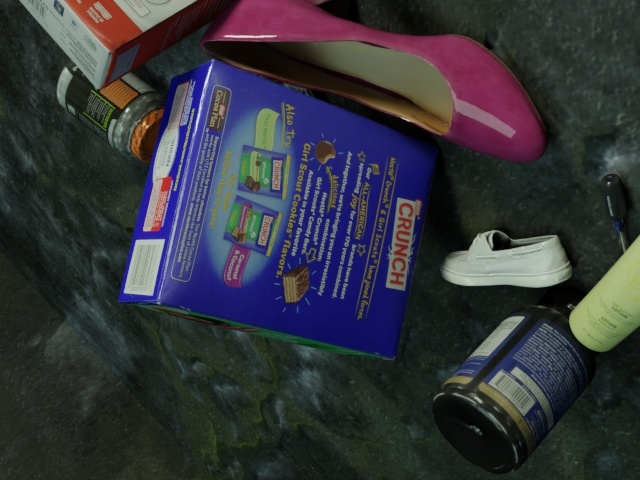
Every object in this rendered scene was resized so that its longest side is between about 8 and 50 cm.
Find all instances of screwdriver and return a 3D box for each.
[{"bbox_3d":[0.320,0.000,1.037,0.025,0.024,0.170,-4,129,20],"label":"screwdriver"}]

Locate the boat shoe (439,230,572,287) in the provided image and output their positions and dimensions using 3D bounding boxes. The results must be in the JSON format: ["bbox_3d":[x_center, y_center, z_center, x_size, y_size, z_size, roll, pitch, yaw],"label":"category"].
[{"bbox_3d":[0.213,0.018,1.163,0.184,0.066,0.063,4,113,55],"label":"boat shoe"}]

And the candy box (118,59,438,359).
[{"bbox_3d":[-0.039,-0.022,1.114,0.317,0.268,0.122,17,171,-30],"label":"candy box"}]

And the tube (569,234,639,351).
[{"bbox_3d":[0.342,0.032,1.002,0.240,0.070,0.062,121,146,-49],"label":"tube"}]

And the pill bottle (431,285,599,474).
[{"bbox_3d":[0.238,0.153,1.118,0.122,0.219,0.123,34,147,26],"label":"pill bottle"}]

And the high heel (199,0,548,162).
[{"bbox_3d":[0.053,-0.161,1.049,0.377,0.181,0.127,35,147,25],"label":"high heel"}]

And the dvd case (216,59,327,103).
[{"bbox_3d":[-0.050,-0.176,1.335,0.180,0.022,0.253,9,131,48],"label":"dvd case"}]

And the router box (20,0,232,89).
[{"bbox_3d":[-0.231,-0.377,1.069,0.335,0.301,0.082,48,150,2],"label":"router box"}]

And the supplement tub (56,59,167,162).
[{"bbox_3d":[-0.323,-0.214,1.564,0.190,0.117,0.117,38,148,21],"label":"supplement tub"}]
